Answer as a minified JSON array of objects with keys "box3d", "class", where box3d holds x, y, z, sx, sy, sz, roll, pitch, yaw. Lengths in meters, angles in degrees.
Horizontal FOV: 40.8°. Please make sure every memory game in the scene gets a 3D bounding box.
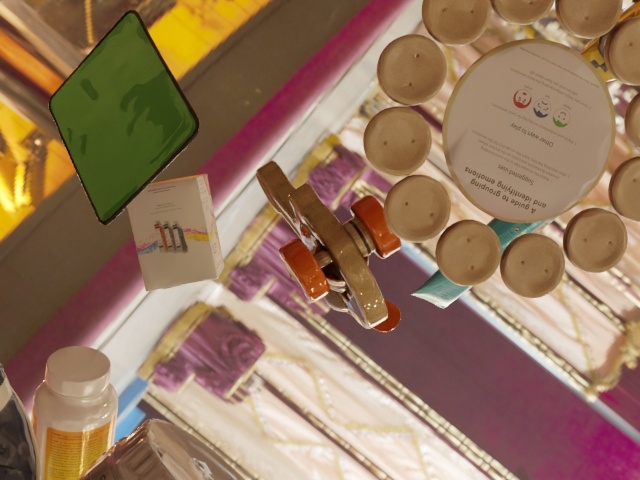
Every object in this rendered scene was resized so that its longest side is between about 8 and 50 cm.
[{"box3d":[0.113,-0.059,0.466,0.186,0.186,0.012,-51,-166,1],"class":"memory game"}]

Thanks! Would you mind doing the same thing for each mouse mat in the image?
[{"box3d":[-0.206,-0.128,0.880,0.152,0.190,0.007,-41,149,18],"class":"mouse mat"}]

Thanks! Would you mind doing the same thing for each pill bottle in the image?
[{"box3d":[-0.408,0.304,1.427,0.136,0.136,0.246,-54,159,-62],"class":"pill bottle"}]

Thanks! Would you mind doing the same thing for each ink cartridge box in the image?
[{"box3d":[-0.245,-0.015,1.470,0.127,0.176,0.128,-10,-173,1],"class":"ink cartridge box"}]

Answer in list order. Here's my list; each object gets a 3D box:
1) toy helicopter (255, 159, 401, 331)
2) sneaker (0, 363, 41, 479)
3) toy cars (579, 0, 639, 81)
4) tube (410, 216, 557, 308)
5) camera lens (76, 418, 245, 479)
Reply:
[{"box3d":[0.000,0.000,1.234,0.140,0.235,0.355,-32,-138,-7],"class":"toy helicopter"},{"box3d":[-0.377,0.129,0.843,0.131,0.350,0.148,-22,169,-18],"class":"sneaker"},{"box3d":[0.374,-0.246,0.645,0.393,0.087,0.176,-43,-175,11],"class":"toy cars"},{"box3d":[0.209,0.014,1.084,0.207,0.080,0.052,-44,-135,20],"class":"tube"},{"box3d":[-0.191,0.344,0.845,0.274,0.219,0.219,-47,-179,-2],"class":"camera lens"}]
